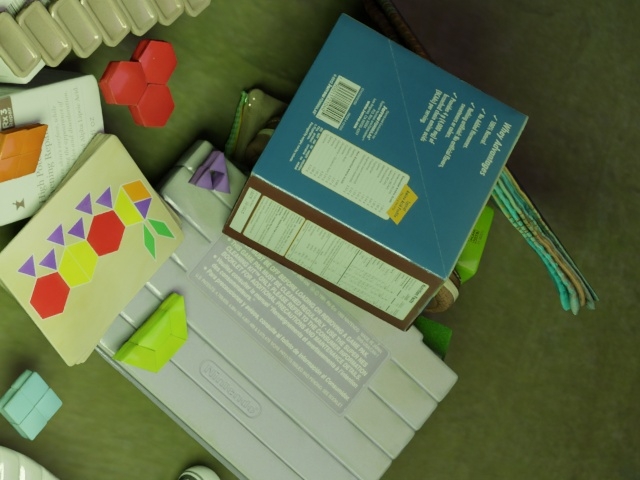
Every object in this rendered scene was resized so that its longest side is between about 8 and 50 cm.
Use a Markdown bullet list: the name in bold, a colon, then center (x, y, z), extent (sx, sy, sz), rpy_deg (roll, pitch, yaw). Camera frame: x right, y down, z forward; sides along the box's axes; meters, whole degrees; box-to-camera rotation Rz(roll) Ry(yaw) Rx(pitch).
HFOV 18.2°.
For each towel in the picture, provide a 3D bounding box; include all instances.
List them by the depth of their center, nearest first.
- **towel**: center (0.155, -0.108, 2.112), extent (0.040, 0.271, 0.370), rpy_deg (-35, 127, 5)

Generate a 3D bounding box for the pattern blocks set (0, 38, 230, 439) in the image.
- **pattern blocks set**: center (-0.205, 0.005, 1.784), extent (0.325, 0.026, 0.285), rpy_deg (-43, 125, -29)

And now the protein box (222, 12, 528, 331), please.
- **protein box**: center (0.051, -0.062, 1.863), extent (0.201, 0.136, 0.200), rpy_deg (29, 63, -2)

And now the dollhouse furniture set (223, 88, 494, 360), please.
- **dollhouse furniture set**: center (0.000, 0.000, 2.084), extent (0.301, 0.151, 0.197), rpy_deg (24, 71, -16)

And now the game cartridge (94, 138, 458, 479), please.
- **game cartridge**: center (-0.057, 0.097, 1.933), extent (0.355, 0.068, 0.230), rpy_deg (44, 71, -14)

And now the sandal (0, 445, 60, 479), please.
- **sandal**: center (-0.366, 0.234, 1.728), extent (0.416, 0.102, 0.169), rpy_deg (28, 78, -30)

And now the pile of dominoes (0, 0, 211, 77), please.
- **pile of dominoes**: center (-0.216, -0.261, 1.742), extent (0.251, 0.040, 0.196), rpy_deg (-26, 115, -35)

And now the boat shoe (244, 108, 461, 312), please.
- **boat shoe**: center (0.050, -0.040, 1.979), extent (0.257, 0.095, 0.095), rpy_deg (42, 62, -9)

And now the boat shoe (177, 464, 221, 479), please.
- **boat shoe**: center (-0.143, 0.340, 1.997), extent (0.076, 0.080, 0.228), rpy_deg (-7, 109, -47)

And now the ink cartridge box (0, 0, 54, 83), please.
- **ink cartridge box**: center (-0.294, -0.264, 1.724), extent (0.134, 0.078, 0.231), rpy_deg (-51, 129, -28)

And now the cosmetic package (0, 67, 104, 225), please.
- **cosmetic package**: center (-0.302, -0.072, 1.748), extent (0.231, 0.085, 0.117), rpy_deg (-22, 113, -43)
